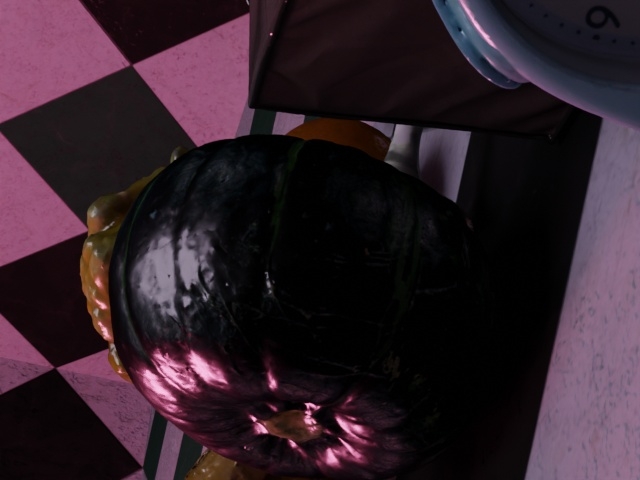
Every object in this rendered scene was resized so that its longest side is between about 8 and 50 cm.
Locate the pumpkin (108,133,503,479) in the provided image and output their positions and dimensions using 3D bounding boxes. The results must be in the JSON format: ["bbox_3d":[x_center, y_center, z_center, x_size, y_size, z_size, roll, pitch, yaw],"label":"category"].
[{"bbox_3d":[-0.011,0.041,1.222,0.315,0.315,0.238,124,163,-65],"label":"pumpkin"}]

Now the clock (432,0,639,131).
[{"bbox_3d":[0.145,-0.161,0.664,0.094,0.274,0.223,-92,20,-59],"label":"clock"}]

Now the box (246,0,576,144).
[{"bbox_3d":[0.082,-0.183,1.142,0.188,0.252,0.153,113,160,-54],"label":"box"}]

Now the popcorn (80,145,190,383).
[{"bbox_3d":[-0.097,0.038,1.782,0.279,0.336,0.274,-124,36,-64],"label":"popcorn"}]

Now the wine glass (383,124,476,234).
[{"bbox_3d":[0.087,-0.157,1.395,0.143,0.143,0.321,131,150,-71],"label":"wine glass"}]

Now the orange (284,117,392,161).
[{"bbox_3d":[0.000,0.000,1.548,0.240,0.171,0.240,-59,-9,-15],"label":"orange"}]

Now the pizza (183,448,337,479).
[{"bbox_3d":[-0.058,0.263,1.485,0.409,0.114,0.277,-46,-29,-22],"label":"pizza"}]
